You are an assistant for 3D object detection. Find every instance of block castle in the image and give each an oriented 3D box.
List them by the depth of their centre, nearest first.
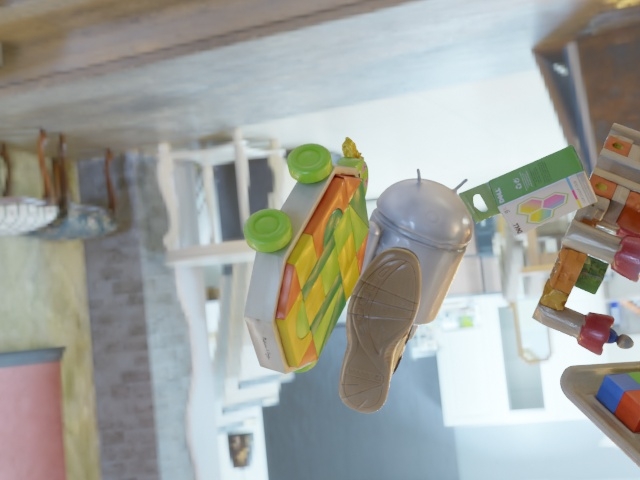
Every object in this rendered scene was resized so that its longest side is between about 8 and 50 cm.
[{"bbox_3d":[0.622,-0.012,2.004,0.212,0.303,0.453,23,-136,14],"label":"block castle"}]

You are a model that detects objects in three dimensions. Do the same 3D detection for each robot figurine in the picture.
[{"bbox_3d":[0.176,0.027,1.930,0.299,0.354,0.199,2,-153,-44],"label":"robot figurine"}]

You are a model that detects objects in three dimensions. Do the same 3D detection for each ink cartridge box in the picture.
[{"bbox_3d":[0.353,-0.073,1.657,0.209,0.062,0.109,-23,145,15],"label":"ink cartridge box"}]

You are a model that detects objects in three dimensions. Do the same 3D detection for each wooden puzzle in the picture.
[{"bbox_3d":[0.600,0.299,1.541,0.322,0.081,0.348,2,-148,-30],"label":"wooden puzzle"}]

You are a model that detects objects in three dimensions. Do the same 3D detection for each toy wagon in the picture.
[{"bbox_3d":[0.000,0.000,1.267,0.068,0.344,0.267,14,143,21],"label":"toy wagon"}]

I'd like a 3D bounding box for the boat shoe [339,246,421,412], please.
[{"bbox_3d":[0.092,0.129,1.496,0.102,0.285,0.092,13,-155,7],"label":"boat shoe"}]
